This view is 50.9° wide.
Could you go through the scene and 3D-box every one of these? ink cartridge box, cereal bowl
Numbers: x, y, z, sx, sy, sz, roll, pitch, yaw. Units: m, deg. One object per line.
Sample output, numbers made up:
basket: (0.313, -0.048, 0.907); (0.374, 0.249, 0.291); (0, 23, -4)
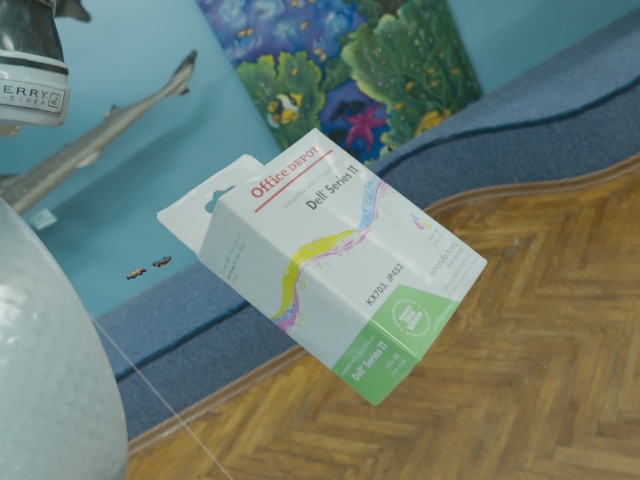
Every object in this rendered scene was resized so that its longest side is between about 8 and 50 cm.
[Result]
ink cartridge box: (0.000, 0.000, 0.825); (0.207, 0.353, 0.119); (-45, -11, -43)
cereal bowl: (-0.325, 0.119, 0.567); (0.339, 0.338, 0.141); (-1, 20, 42)

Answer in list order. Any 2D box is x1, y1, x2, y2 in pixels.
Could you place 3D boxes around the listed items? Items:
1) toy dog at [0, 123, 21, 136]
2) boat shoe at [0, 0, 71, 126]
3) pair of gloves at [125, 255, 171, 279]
toy dog: (-0.482, -0.259, 0.779); (0.160, 0.334, 0.220); (-62, 17, 4)
boat shoe: (-0.264, -0.153, 0.510); (0.121, 0.119, 0.335); (5, 8, -44)
pair of gloves: (-0.297, 0.046, 1.166); (0.083, 0.010, 0.074); (-24, 9, -8)
